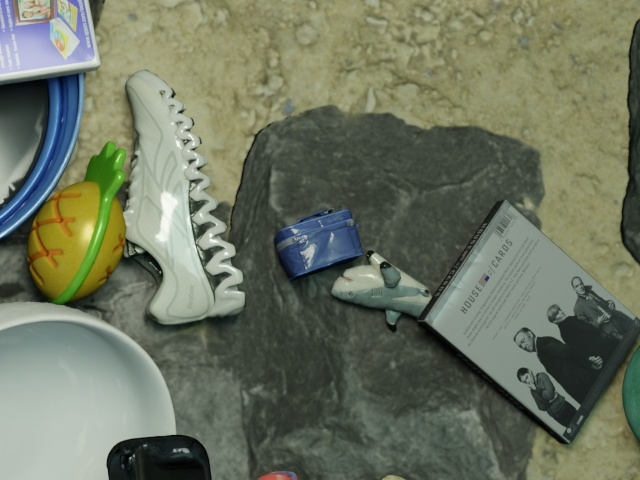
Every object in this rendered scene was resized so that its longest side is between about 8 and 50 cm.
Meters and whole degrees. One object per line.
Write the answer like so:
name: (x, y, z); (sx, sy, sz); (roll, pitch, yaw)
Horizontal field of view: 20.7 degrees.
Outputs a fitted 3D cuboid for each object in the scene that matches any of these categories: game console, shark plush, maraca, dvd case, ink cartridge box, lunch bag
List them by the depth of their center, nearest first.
game console: (-0.135, 0.371, 1.816); (0.213, 0.044, 0.361); (-8, 105, -6)
ink cartridge box: (-0.356, -0.267, 1.870); (0.208, 0.045, 0.206); (-9, 83, -18)
maraca: (-0.254, -0.017, 1.883); (0.099, 0.127, 0.186); (22, 94, -30)
lunch bag: (0.000, 0.000, 1.986); (0.098, 0.067, 0.065); (-18, 85, -17)
shark plush: (0.091, 0.073, 2.023); (0.161, 0.073, 0.067); (32, 93, -29)
dvd case: (0.248, 0.095, 2.036); (0.238, 0.029, 0.179); (40, 72, -16)

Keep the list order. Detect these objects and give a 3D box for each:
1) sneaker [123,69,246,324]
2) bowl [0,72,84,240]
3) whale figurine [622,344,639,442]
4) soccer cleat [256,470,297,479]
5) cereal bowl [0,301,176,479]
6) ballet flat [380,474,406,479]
sneaker: (-0.174, -0.046, 1.934); (0.118, 0.110, 0.292); (-17, 84, -8)
bowl: (-0.454, -0.159, 1.888); (0.391, 0.077, 0.391); (3, 79, -15)
whale figurine: (0.464, 0.173, 2.066); (0.272, 0.141, 0.216); (-16, 84, -42)
soccer cleat: (-0.032, 0.373, 1.909); (0.083, 0.095, 0.248); (-8, 96, 21)
cereal bowl: (-0.325, 0.216, 1.790); (0.339, 0.141, 0.339); (-11, 110, -32)
ballet flat: (0.123, 0.336, 1.968); (0.057, 0.049, 0.173); (-33, 90, -20)
